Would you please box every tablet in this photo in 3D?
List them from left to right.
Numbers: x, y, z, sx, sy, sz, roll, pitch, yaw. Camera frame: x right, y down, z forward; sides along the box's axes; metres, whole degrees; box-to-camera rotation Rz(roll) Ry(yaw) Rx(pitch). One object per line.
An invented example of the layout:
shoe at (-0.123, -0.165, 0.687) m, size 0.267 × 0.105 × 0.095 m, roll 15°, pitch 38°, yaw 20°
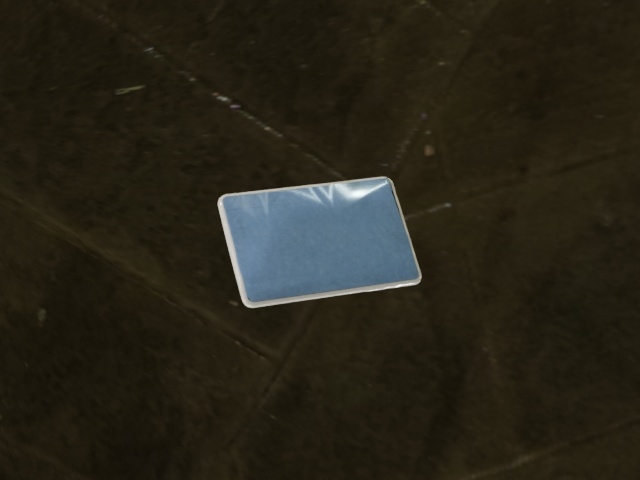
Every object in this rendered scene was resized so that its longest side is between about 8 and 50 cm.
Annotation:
tablet at (0.000, 0.000, 0.587) m, size 0.083 × 0.006 × 0.054 m, roll -7°, pitch 66°, yaw -20°
